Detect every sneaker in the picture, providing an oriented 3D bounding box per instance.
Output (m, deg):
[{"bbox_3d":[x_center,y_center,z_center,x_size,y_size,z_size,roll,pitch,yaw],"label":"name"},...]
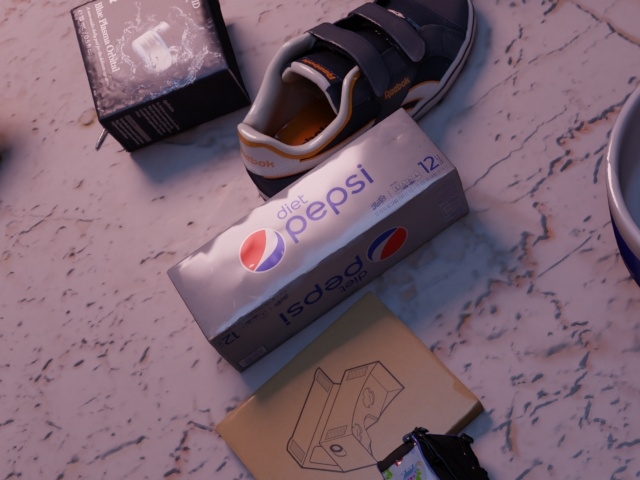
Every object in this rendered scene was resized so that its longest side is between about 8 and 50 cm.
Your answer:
[{"bbox_3d":[0.043,-0.174,1.122,0.126,0.127,0.321,33,75,32],"label":"sneaker"}]

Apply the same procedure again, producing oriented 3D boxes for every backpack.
[{"bbox_3d":[0.104,0.226,0.895,0.084,0.105,0.114,-46,56,18],"label":"backpack"}]

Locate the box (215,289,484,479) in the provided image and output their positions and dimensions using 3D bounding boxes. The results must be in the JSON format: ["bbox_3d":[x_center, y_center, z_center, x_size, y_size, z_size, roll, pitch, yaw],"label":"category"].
[{"bbox_3d":[0.025,0.165,1.001,0.201,0.021,0.164,-41,57,-7],"label":"box"}]

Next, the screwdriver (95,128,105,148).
[{"bbox_3d":[-0.230,-0.183,1.282,0.025,0.024,0.170,-6,58,49],"label":"screwdriver"}]

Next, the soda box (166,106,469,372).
[{"bbox_3d":[0.000,0.000,1.059,0.286,0.091,0.098,-36,58,-2],"label":"soda box"}]

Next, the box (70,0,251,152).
[{"bbox_3d":[-0.181,-0.208,1.221,0.158,0.093,0.156,-21,68,6],"label":"box"}]

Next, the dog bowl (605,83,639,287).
[{"bbox_3d":[0.387,-0.047,0.943,0.264,0.104,0.265,-8,60,14],"label":"dog bowl"}]
